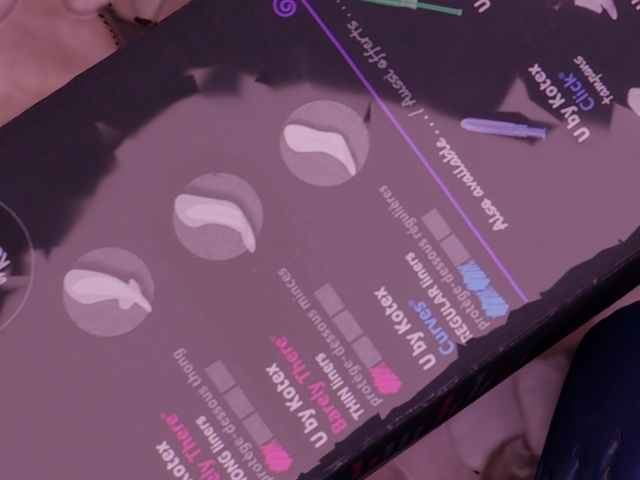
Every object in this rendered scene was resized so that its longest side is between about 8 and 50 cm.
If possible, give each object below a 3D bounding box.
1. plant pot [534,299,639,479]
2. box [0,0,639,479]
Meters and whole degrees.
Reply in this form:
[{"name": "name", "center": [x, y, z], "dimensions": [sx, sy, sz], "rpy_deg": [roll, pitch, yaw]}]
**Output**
[{"name": "plant pot", "center": [0.156, 0.156, 0.516], "dimensions": [0.236, 0.236, 0.212], "rpy_deg": [25, 84, 4]}, {"name": "box", "center": [0.000, 0.000, 0.577], "dimensions": [0.270, 0.165, 0.143], "rpy_deg": [-35, 81, -8]}]
